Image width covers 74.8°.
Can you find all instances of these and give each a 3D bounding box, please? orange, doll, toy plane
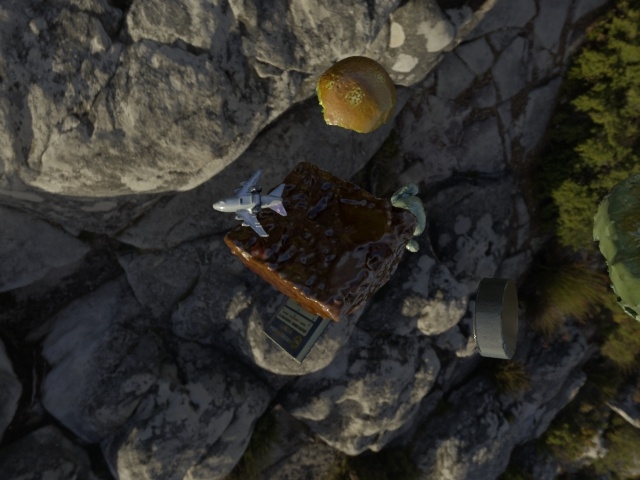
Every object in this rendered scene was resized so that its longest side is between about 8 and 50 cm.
[{"bbox_3d":[0.097,-0.351,1.009,0.158,0.179,0.237,-43,176,27],"label":"orange"},{"bbox_3d":[0.256,-0.071,1.232,0.104,0.213,0.071,-3,166,10],"label":"doll"},{"bbox_3d":[-0.165,-0.088,0.972,0.171,0.162,0.065,-4,169,-4],"label":"toy plane"}]

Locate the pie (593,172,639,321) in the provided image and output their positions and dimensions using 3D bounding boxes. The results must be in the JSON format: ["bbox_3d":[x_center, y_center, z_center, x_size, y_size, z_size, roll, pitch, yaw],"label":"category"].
[{"bbox_3d":[0.505,0.003,0.498,0.372,0.296,0.078,-13,136,-5],"label":"pie"}]

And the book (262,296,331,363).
[{"bbox_3d":[-0.010,0.174,1.391,0.039,0.300,0.427,41,78,-24],"label":"book"}]

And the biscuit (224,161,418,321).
[{"bbox_3d":[0.000,0.000,1.090,0.342,0.395,0.166,-46,149,-20],"label":"biscuit"}]

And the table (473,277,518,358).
[{"bbox_3d":[0.298,0.129,0.704,0.134,0.043,0.133,2,87,-54],"label":"table"}]
